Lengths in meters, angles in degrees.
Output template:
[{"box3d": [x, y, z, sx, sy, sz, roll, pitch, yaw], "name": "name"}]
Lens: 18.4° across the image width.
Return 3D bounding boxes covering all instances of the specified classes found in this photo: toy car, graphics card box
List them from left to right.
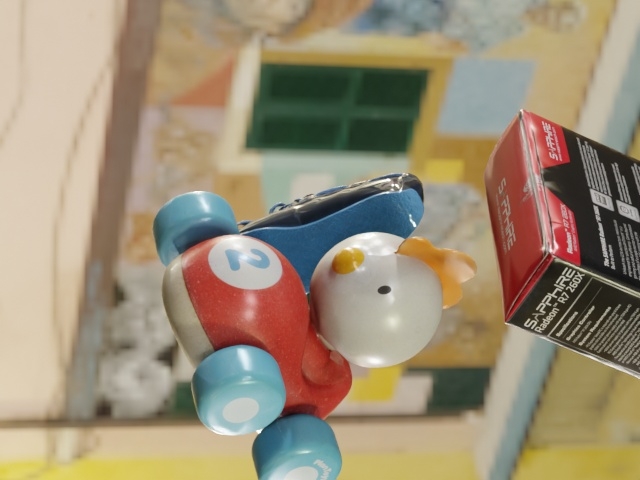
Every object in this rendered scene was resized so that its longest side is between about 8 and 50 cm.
[{"box3d": [0.010, 0.049, 1.639, 0.210, 0.238, 0.219, 54, 12, -46], "name": "toy car"}, {"box3d": [0.331, 0.039, 1.807, 0.094, 0.371, 0.233, -59, -161, 31], "name": "graphics card box"}]

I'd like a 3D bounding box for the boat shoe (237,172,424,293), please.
[{"box3d": [0.000, 0.000, 2.119, 0.089, 0.258, 0.109, -65, 137, -60], "name": "boat shoe"}]
